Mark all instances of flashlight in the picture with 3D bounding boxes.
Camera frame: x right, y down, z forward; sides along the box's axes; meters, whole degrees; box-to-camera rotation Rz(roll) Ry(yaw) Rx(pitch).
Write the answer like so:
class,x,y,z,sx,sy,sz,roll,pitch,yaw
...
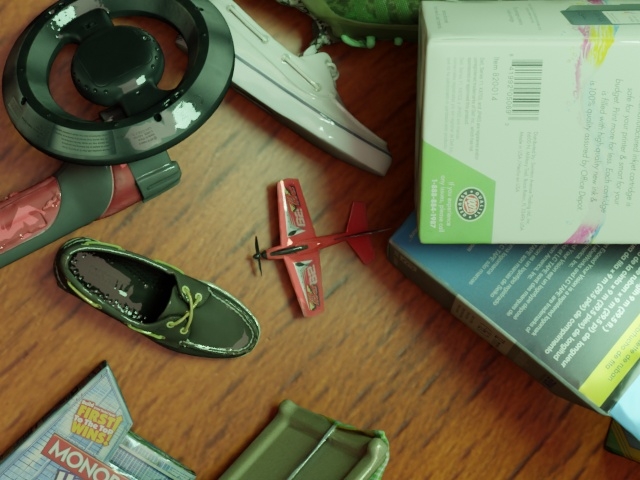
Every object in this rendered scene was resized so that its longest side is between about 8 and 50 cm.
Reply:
class,x,y,z,sx,sy,sz,roll,pitch,yaw
flashlight,-0.289,-0.033,1.188,0.304,0.103,0.103,-27,91,-12

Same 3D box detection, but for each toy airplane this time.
class,x,y,z,sx,sy,sz,roll,pitch,yaw
toy airplane,0.000,0.000,1.295,0.151,0.028,0.151,-1,92,-14

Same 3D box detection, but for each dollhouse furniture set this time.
class,x,y,z,sx,sy,sz,roll,pitch,yaw
dollhouse furniture set,-0.044,0.323,1.197,0.301,0.198,0.151,-46,117,-18

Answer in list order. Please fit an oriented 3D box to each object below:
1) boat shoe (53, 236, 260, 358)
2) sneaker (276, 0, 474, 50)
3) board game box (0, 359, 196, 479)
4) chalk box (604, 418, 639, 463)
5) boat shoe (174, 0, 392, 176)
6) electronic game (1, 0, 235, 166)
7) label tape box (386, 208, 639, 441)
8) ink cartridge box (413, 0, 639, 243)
class,x,y,z,sx,sy,sz,roll,pitch,yaw
boat shoe,-0.163,0.064,1.236,0.228,0.069,0.081,24,85,-13
sneaker,0.059,-0.258,1.248,0.410,0.182,0.158,26,49,-7
board game box,-0.228,0.230,1.228,0.194,0.060,0.194,34,84,-12
chalk box,0.423,0.198,1.305,0.132,0.213,0.132,19,86,-13
boat shoe,-0.022,-0.162,1.254,0.258,0.095,0.084,34,87,-13
electronic game,-0.196,-0.168,1.182,0.229,0.048,0.229,-4,57,6
label tape box,0.278,0.026,1.266,0.348,0.115,0.249,39,81,9
ink cartridge box,0.267,-0.111,1.133,0.354,0.119,0.207,1,118,1
